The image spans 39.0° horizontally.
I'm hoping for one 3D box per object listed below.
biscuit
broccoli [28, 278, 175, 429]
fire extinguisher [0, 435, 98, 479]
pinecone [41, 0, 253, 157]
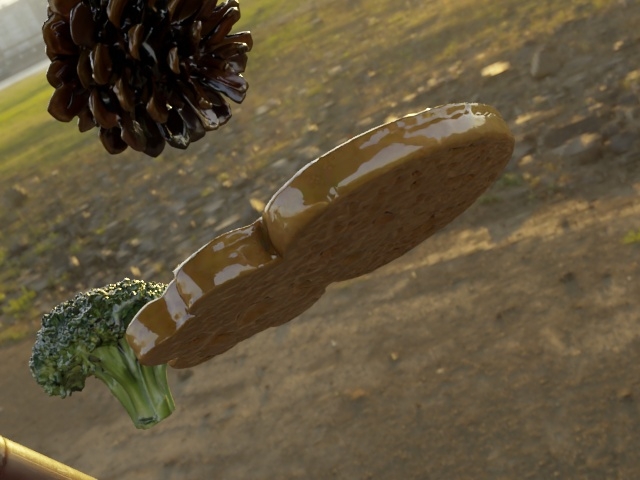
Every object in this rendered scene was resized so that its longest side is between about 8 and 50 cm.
[{"bbox_3d":[0.000,-0.001,0.610,0.288,0.044,0.202,-32,-17,14],"label":"biscuit"},{"bbox_3d":[-0.344,0.182,1.585,0.288,0.260,0.235,-22,31,25],"label":"broccoli"},{"bbox_3d":[-0.237,0.259,0.830,0.104,0.269,0.105,-31,38,28],"label":"fire extinguisher"},{"bbox_3d":[-0.202,-0.220,1.078,0.264,0.264,0.264,-24,18,8],"label":"pinecone"}]
